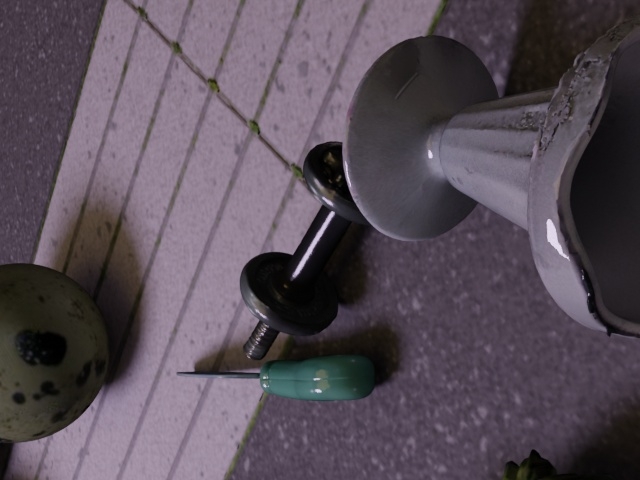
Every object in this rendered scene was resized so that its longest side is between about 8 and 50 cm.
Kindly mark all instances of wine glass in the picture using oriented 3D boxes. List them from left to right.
[{"bbox_3d":[0.118,-0.047,0.565,0.196,0.165,0.165,20,109,50],"label":"wine glass"}]

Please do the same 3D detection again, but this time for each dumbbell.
[{"bbox_3d":[0.000,0.000,0.754,0.081,0.081,0.254,54,131,30],"label":"dumbbell"}]

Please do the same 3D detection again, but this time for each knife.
[{"bbox_3d":[-0.057,0.112,0.844,0.260,0.063,0.035,-9,83,49],"label":"knife"}]

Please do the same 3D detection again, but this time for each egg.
[{"bbox_3d":[-0.307,0.114,1.045,0.228,0.177,0.177,-25,75,62],"label":"egg"}]

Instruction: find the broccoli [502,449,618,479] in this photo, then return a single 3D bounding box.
[{"bbox_3d":[0.081,0.271,0.572,0.248,0.245,0.288,6,104,39],"label":"broccoli"}]
